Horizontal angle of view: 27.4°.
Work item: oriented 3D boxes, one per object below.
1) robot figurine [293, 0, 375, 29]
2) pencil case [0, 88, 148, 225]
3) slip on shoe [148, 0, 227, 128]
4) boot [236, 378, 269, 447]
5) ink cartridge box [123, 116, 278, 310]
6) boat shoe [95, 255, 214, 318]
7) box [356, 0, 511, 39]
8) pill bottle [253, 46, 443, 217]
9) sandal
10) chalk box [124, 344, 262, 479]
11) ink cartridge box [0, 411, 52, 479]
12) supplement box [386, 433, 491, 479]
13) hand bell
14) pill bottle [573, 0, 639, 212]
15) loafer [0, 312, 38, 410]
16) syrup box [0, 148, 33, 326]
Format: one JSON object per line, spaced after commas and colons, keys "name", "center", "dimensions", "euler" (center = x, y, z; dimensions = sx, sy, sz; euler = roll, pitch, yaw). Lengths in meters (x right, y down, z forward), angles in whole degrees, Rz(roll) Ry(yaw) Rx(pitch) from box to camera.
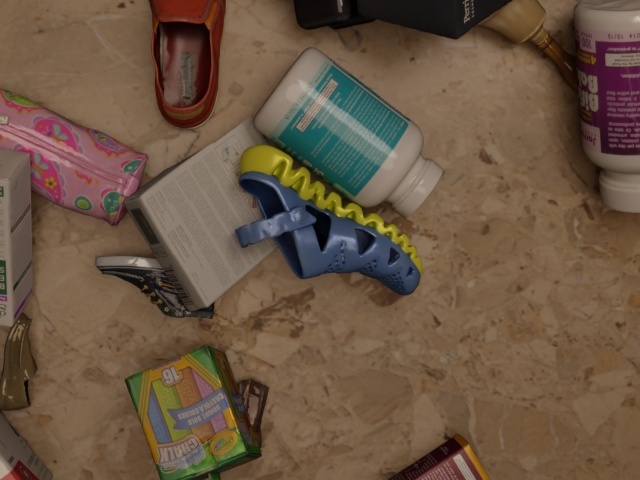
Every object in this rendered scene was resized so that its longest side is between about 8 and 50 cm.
{"name": "robot figurine", "center": [0.014, -0.442, 1.852], "dimensions": [0.173, 0.209, 0.278], "euler": [-5, 93, 8]}
{"name": "pencil case", "center": [-0.390, -0.126, 1.858], "dimensions": [0.284, 0.124, 0.124], "euler": [26, 90, -7]}
{"name": "slip on shoe", "center": [-0.193, -0.327, 1.877], "dimensions": [0.123, 0.101, 0.331], "euler": [0, 91, -3]}
{"name": "boot", "center": [-0.133, 0.259, 1.942], "dimensions": [0.106, 0.037, 0.114], "euler": [5, 89, -6]}
{"name": "ink cartridge box", "center": [-0.145, -0.039, 1.886], "dimensions": [0.232, 0.066, 0.189], "euler": [-42, 110, -38]}
{"name": "boat shoe", "center": [-0.238, 0.068, 1.906], "dimensions": [0.183, 0.065, 0.083], "euler": [7, 88, -8]}
{"name": "box", "center": [0.193, -0.495, 1.732], "dimensions": [0.312, 0.179, 0.343], "euler": [-36, 132, -35]}
{"name": "pill bottle", "center": [0.045, -0.146, 1.883], "dimensions": [0.264, 0.146, 0.146], "euler": [37, 89, -5]}
{"name": "sandal", "center": [0.000, 0.000, 1.875], "dimensions": [0.317, 0.126, 0.138], "euler": [30, 71, -11]}
{"name": "chalk box", "center": [-0.169, 0.273, 1.860], "dimensions": [0.132, 0.132, 0.213], "euler": [-23, 79, 2]}
{"name": "ink cartridge box", "center": [-0.507, 0.277, 1.826], "dimensions": [0.114, 0.197, 0.273], "euler": [-39, 96, -4]}
{"name": "supplement box", "center": [0.161, 0.386, 1.950], "dimensions": [0.188, 0.081, 0.104], "euler": [-32, 95, -3]}
{"name": "hand bell", "center": [0.337, -0.287, 1.938], "dimensions": [0.242, 0.126, 0.126], "euler": [40, 89, -17]}
{"name": "pill bottle", "center": [0.456, -0.201, 1.886], "dimensions": [0.169, 0.169, 0.302], "euler": [-10, 111, -5]}
{"name": "loafer", "center": [-0.433, 0.177, 1.902], "dimensions": [0.050, 0.056, 0.148], "euler": [10, 102, -6]}
{"name": "syrup box", "center": [-0.458, -0.005, 1.818], "dimensions": [0.093, 0.096, 0.237], "euler": [8, 119, 4]}
